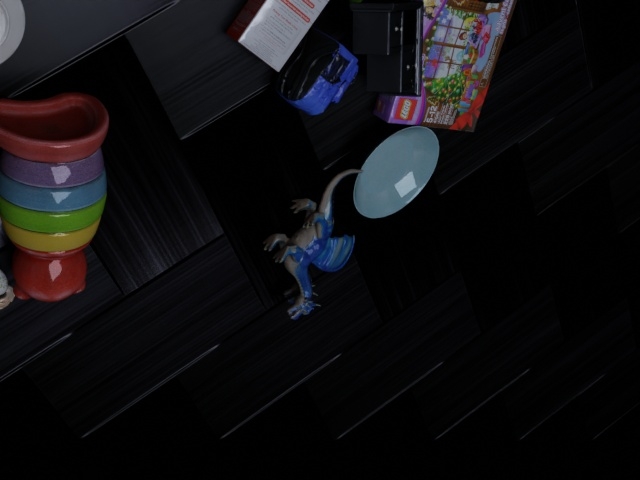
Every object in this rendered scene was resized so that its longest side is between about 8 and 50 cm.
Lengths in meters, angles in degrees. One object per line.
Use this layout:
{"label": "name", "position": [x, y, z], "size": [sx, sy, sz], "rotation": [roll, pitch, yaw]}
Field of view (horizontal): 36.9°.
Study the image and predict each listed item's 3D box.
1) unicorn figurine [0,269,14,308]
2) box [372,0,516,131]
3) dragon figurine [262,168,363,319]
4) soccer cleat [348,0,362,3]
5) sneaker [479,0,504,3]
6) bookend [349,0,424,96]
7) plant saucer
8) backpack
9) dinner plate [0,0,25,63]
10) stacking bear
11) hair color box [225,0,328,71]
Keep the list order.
{"label": "unicorn figurine", "position": [-0.503, 0.037, 1.405], "size": [0.111, 0.060, 0.162], "rotation": [-36, 130, -22]}
{"label": "box", "position": [0.222, -0.340, 1.662], "size": [0.201, 0.057, 0.293], "rotation": [1, 115, -33]}
{"label": "dragon figurine", "position": [0.000, 0.000, 1.692], "size": [0.144, 0.085, 0.289], "rotation": [31, 97, -41]}
{"label": "soccer cleat", "position": [0.110, -0.440, 1.540], "size": [0.179, 0.060, 0.072], "rotation": [-33, 145, -11]}
{"label": "sneaker", "position": [0.177, -0.496, 1.451], "size": [0.330, 0.122, 0.146], "rotation": [35, 83, -15]}
{"label": "bookend", "position": [0.106, -0.301, 1.527], "size": [0.157, 0.072, 0.156], "rotation": [-30, 123, -63]}
{"label": "plant saucer", "position": [0.127, -0.129, 1.718], "size": [0.195, 0.037, 0.195], "rotation": [-26, 140, -24]}
{"label": "backpack", "position": [-0.004, -0.261, 1.534], "size": [0.101, 0.098, 0.120], "rotation": [33, 94, -44]}
{"label": "dinner plate", "position": [-0.462, -0.291, 1.272], "size": [0.141, 0.017, 0.141], "rotation": [-14, 122, -25]}
{"label": "stacking bear", "position": [-0.388, -0.044, 1.374], "size": [0.175, 0.164, 0.289], "rotation": [-11, 126, -31]}
{"label": "hair color box", "position": [-0.058, -0.357, 1.474], "size": [0.093, 0.053, 0.167], "rotation": [32, 97, -39]}
